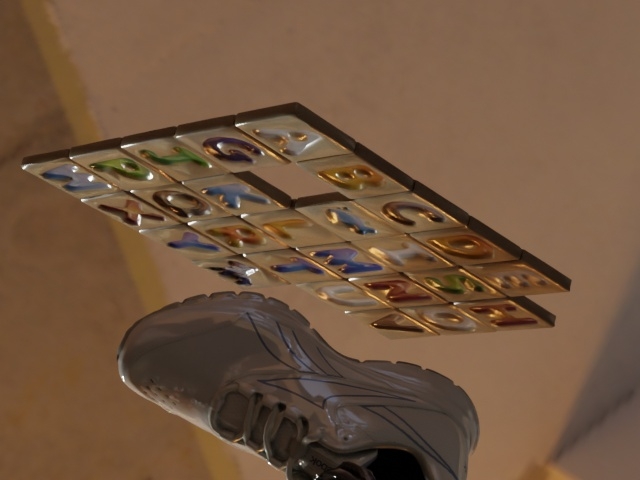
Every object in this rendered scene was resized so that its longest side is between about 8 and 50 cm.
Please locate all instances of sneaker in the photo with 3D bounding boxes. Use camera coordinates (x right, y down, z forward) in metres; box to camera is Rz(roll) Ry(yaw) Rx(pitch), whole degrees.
[{"bbox_3d":[-0.014,0.130,1.491,0.297,0.129,0.111,17,-61,-7],"label":"sneaker"}]

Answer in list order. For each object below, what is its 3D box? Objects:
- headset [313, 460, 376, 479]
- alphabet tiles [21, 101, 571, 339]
[{"bbox_3d":[-0.094,0.250,1.170,0.394,0.185,0.243,-24,-61,-26],"label":"headset"},{"bbox_3d":[0.000,0.000,0.964,0.237,0.198,0.009,31,-116,-38],"label":"alphabet tiles"}]
